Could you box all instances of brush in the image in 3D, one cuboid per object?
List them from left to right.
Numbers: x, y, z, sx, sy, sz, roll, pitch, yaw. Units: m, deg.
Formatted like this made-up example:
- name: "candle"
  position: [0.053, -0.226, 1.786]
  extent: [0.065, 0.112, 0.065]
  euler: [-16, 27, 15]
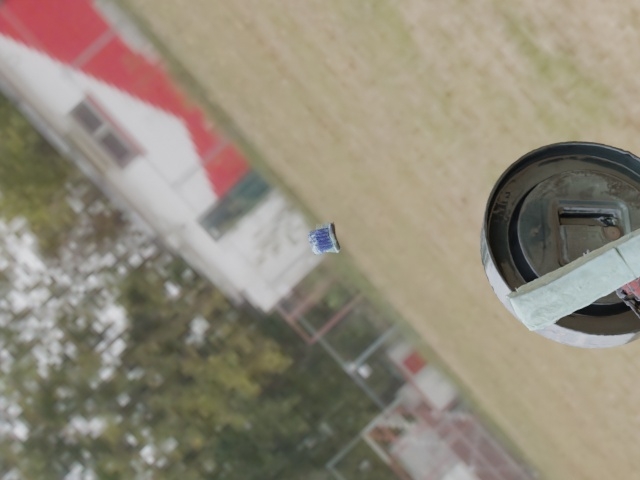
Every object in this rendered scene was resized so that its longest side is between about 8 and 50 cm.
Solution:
- name: "brush"
  position: [0.001, 0.000, 1.626]
  extent: [0.178, 0.030, 0.033]
  euler: [-179, 65, -86]

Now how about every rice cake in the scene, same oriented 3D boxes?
- name: "rice cake"
  position: [0.291, 0.015, 1.432]
  extent: [0.045, 0.245, 0.042]
  euler: [59, -162, -5]

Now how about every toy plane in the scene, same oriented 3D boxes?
- name: "toy plane"
  position: [0.351, 0.054, 1.636]
  extent: [0.145, 0.060, 0.037]
  euler: [53, -173, -6]

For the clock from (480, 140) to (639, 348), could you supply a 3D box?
- name: "clock"
  position: [0.387, 0.006, 2.189]
  extent: [0.319, 0.319, 0.066]
  euler: [47, 156, 17]
